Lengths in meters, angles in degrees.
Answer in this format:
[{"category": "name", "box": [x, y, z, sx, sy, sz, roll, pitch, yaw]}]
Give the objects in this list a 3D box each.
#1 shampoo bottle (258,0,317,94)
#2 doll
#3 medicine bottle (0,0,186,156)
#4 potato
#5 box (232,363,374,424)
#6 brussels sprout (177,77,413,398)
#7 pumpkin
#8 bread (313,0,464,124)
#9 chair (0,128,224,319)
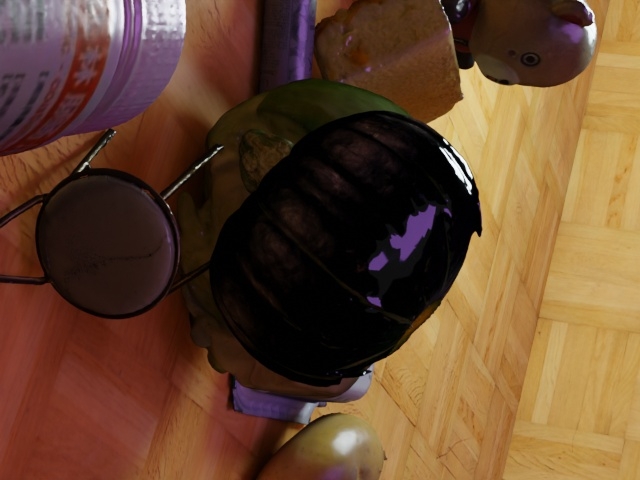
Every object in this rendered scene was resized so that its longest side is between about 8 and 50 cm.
[{"category": "shampoo bottle", "box": [-0.041, -0.230, 1.900, 0.072, 0.072, 0.214, -19, 115, -67]}, {"category": "doll", "box": [0.237, -0.320, 2.212, 0.235, 0.330, 0.174, 79, 29, -70]}, {"category": "medicine bottle", "box": [-0.270, -0.165, 1.123, 0.388, 0.219, 0.219, -17, 113, -68]}, {"category": "potato", "box": [0.002, 0.316, 2.096, 0.234, 0.146, 0.150, -32, 131, -61]}, {"category": "box", "box": [0.001, 0.122, 2.087, 0.336, 0.106, 0.264, 26, 73, -69]}, {"category": "brussels sprout", "box": [0.000, 0.000, 1.797, 0.315, 0.275, 0.371, 8, 89, -60]}, {"category": "pumpkin", "box": [0.006, -0.015, 1.522, 0.296, 0.295, 0.296, 8, 90, -69]}, {"category": "bread", "box": [0.089, -0.231, 2.020, 0.275, 0.184, 0.114, 59, 7, -74]}, {"category": "chair", "box": [-0.211, 0.003, 1.434, 0.326, 0.170, 0.160, -45, 140, -67]}]
